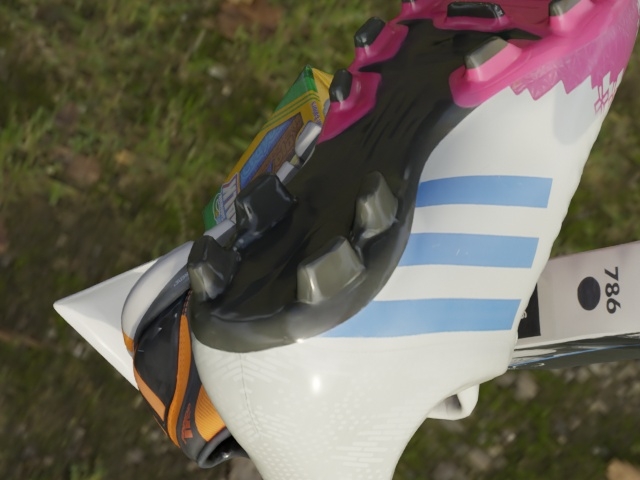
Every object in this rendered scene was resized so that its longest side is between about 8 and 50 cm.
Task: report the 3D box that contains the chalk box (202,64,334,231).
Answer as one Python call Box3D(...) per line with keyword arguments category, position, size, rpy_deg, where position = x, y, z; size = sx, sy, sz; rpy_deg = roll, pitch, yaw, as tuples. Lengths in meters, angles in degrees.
Box3D(category="chalk box", position=(0.000, 0.000, 1.390), size=(0.132, 0.213, 0.132), rpy_deg=(18, 39, -29))

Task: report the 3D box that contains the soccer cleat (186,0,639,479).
Box3D(category="soccer cleat", position=(0.052, -0.011, 0.816), size=(0.116, 0.143, 0.331), rpy_deg=(5, 37, 35))

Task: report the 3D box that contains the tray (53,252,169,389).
Box3D(category="tray", position=(-0.139, 0.071, 1.832), size=(0.145, 0.270, 0.030), rpy_deg=(46, 48, -22))

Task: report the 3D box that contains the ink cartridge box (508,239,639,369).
Box3D(category="ink cartridge box", position=(0.201, 0.044, 1.234), size=(0.165, 0.333, 0.065), rpy_deg=(4, 78, -35))

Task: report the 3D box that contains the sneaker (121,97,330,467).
Box3D(category="sneaker", position=(0.032, 0.024, 1.102), size=(0.124, 0.321, 0.180), rpy_deg=(36, 16, -42))
